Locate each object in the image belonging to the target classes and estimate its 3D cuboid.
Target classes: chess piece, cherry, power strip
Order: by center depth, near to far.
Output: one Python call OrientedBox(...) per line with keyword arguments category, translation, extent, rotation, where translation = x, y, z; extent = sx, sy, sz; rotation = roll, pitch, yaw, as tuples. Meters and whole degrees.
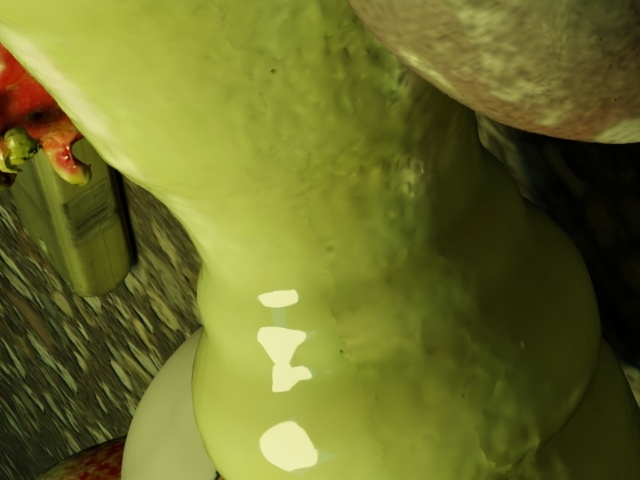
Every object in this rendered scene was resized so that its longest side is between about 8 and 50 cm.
OrientedBox(category="cherry", translation=(0.091, -0.111, 0.540), extent=(0.148, 0.188, 0.115), rotation=(55, 170, -6))
OrientedBox(category="chess piece", translation=(-0.005, -0.039, 0.719), extent=(0.234, 0.234, 0.442), rotation=(26, 143, 50))
OrientedBox(category="power strip", translation=(-0.186, -0.101, 1.263), extent=(0.092, 0.066, 0.388), rotation=(44, 158, 29))

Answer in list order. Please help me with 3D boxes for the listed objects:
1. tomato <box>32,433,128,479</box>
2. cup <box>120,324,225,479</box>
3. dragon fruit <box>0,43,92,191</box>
OrientedBox(category="tomato", translation=(-0.080, 0.266, 1.239), extent=(0.317, 0.316, 0.283), rotation=(116, 146, -66))
OrientedBox(category="cup", translation=(0.051, 0.174, 0.974), extent=(0.317, 0.212, 0.212), rotation=(41, 155, 33))
OrientedBox(category="dragon fruit", translation=(-0.143, -0.111, 1.005), extent=(0.160, 0.172, 0.166), rotation=(38, 154, 35))
